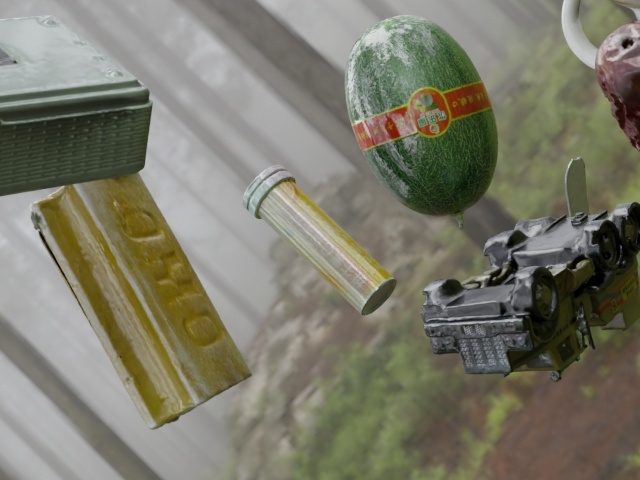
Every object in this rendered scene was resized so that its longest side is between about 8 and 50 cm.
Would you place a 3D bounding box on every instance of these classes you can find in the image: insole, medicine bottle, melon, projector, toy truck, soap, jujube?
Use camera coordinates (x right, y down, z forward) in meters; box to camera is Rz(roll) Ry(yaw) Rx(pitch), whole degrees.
[{"bbox_3d":[0.319,-0.015,1.835,0.065,0.004,0.197,-47,-45,-39],"label":"insole"},{"bbox_3d":[0.000,0.000,1.883,0.074,0.218,0.074,-39,-21,-19],"label":"medicine bottle"},{"bbox_3d":[0.135,-0.151,1.940,0.182,0.287,0.182,-24,3,1],"label":"melon"},{"bbox_3d":[-0.302,-0.124,1.327,0.257,0.192,0.099,-13,-55,-37],"label":"projector"},{"bbox_3d":[0.205,0.055,1.372,0.127,0.127,0.257,-6,12,38],"label":"toy truck"},{"bbox_3d":[-0.193,0.059,1.628,0.089,0.274,0.173,-30,-3,16],"label":"soap"},{"bbox_3d":[0.266,-0.116,1.189,0.077,0.129,0.077,-20,38,17],"label":"jujube"}]

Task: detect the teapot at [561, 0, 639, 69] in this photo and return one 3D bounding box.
[{"bbox_3d":[0.324,-0.259,1.291,0.298,0.139,0.204,-32,-4,42],"label":"teapot"}]
